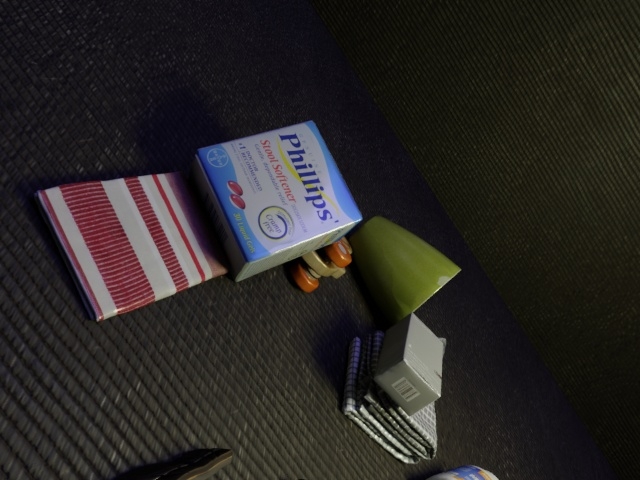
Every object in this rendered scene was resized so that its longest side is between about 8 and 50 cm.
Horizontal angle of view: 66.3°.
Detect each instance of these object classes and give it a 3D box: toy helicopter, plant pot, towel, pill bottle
[{"bbox_3d":[0.000,0.000,1.356,0.235,0.140,0.355,56,16,12],"label":"toy helicopter"},{"bbox_3d":[0.229,0.072,1.515,0.293,0.275,0.275,49,26,14],"label":"plant pot"},{"bbox_3d":[-0.324,-0.005,0.900,0.329,0.037,0.237,-23,85,-60],"label":"towel"},{"bbox_3d":[0.369,0.660,1.247,0.272,0.152,0.152,19,48,-49],"label":"pill bottle"},{"bbox_3d":[0.190,0.391,1.251,0.283,0.121,0.235,47,30,-21],"label":"towel"}]

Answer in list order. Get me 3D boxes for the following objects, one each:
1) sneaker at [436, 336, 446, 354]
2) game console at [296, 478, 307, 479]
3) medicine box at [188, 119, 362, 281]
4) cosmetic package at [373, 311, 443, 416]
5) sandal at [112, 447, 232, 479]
[{"bbox_3d":[0.268,0.311,1.452,0.297,0.129,0.111,33,71,-53],"label":"sneaker"},{"bbox_3d":[0.059,0.588,0.935,0.361,0.044,0.213,43,32,-26],"label":"game console"},{"bbox_3d":[-0.102,-0.092,1.084,0.289,0.149,0.263,-22,80,-26],"label":"medicine box"},{"bbox_3d":[0.216,0.288,1.174,0.127,0.107,0.238,45,25,-4],"label":"cosmetic package"},{"bbox_3d":[-0.211,0.354,0.708,0.219,0.090,0.060,13,74,-62],"label":"sandal"}]
